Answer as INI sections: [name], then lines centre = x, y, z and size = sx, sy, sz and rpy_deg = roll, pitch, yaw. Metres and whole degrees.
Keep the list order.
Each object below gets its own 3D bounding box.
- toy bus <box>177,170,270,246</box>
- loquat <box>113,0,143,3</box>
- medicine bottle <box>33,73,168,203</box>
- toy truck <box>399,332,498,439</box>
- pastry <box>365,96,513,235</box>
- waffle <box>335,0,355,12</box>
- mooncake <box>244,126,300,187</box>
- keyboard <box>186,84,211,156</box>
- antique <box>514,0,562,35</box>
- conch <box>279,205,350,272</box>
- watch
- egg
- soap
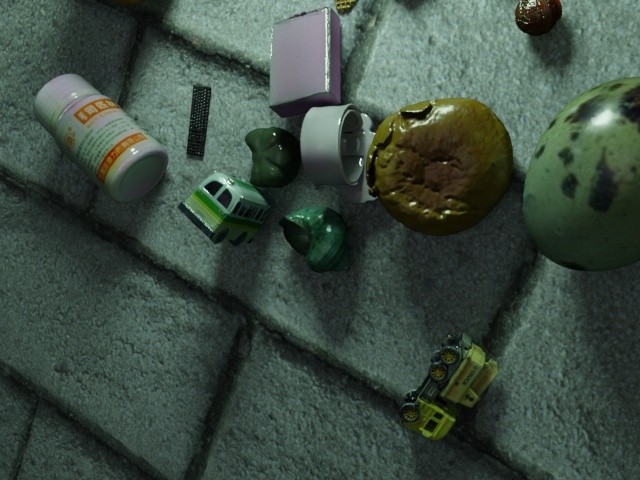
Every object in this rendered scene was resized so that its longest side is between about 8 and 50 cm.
[toy bus]
centre = -0.241, -0.085, 1.796
size = 0.134, 0.276, 0.164
rpy_deg = 43, 99, 13
[loquat]
centre = -0.542, -0.816, 1.826
size = 0.329, 0.328, 0.328
rpy_deg = 3, 97, 24
[medicine bottle]
centre = -0.656, -0.307, 1.987
size = 0.388, 0.219, 0.219
rpy_deg = 42, 110, 16
[toy truck]
centre = 0.323, 0.373, 1.676
size = 0.157, 0.124, 0.272
rpy_deg = 32, 104, 7
[pastry]
centre = 0.283, -0.180, 1.585
size = 0.356, 0.164, 0.356
rpy_deg = 0, 94, 7
[waffle]
centre = 0.060, -0.646, 1.740
size = 0.078, 0.016, 0.085
rpy_deg = -35, 82, 19
[mooncake]
centre = -0.143, -0.228, 1.830
size = 0.168, 0.104, 0.175
rpy_deg = -41, 75, 28
[keyboard]
centre = -0.358, -0.352, 1.958
size = 0.061, 0.013, 0.204
rpy_deg = 13, 101, 23
[antique]
centre = 0.491, -0.516, 1.517
size = 0.104, 0.104, 0.104
rpy_deg = 3, 97, 24
[conch]
centre = 0.003, 0.002, 1.776
size = 0.196, 0.134, 0.202
rpy_deg = -20, 94, 65
[watch]
centre = 0.062, -0.215, 1.668
size = 0.196, 0.231, 0.244
rpy_deg = 1, 92, 23
[egg]
centre = 0.606, -0.124, 1.374
size = 0.345, 0.345, 0.428
rpy_deg = 32, 118, 18
[soap]
centre = -0.039, -0.457, 1.720
size = 0.181, 0.081, 0.259
rpy_deg = -10, 69, 26
